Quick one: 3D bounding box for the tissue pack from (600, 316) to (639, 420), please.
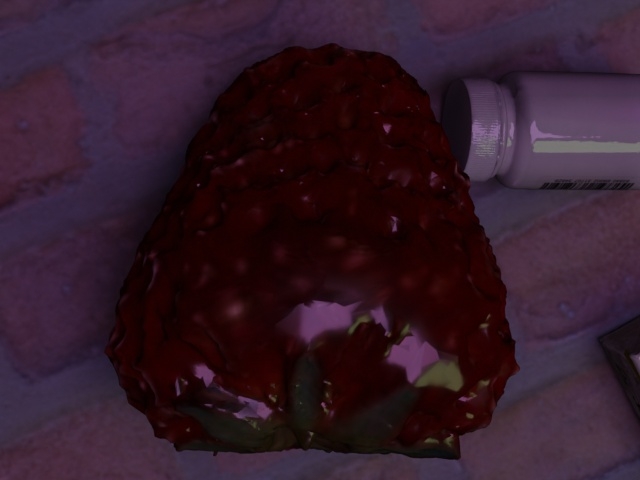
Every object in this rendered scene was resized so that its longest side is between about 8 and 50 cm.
[{"bbox_3d":[0.336,0.134,1.458,0.106,0.099,0.148,-28,102,-6],"label":"tissue pack"}]

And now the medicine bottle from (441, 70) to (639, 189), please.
[{"bbox_3d":[0.205,-0.094,1.402,0.187,0.103,0.103,0,96,-12],"label":"medicine bottle"}]

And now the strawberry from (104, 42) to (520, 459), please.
[{"bbox_3d":[0.000,0.000,1.294,0.317,0.295,0.345,-2,78,23],"label":"strawberry"}]
